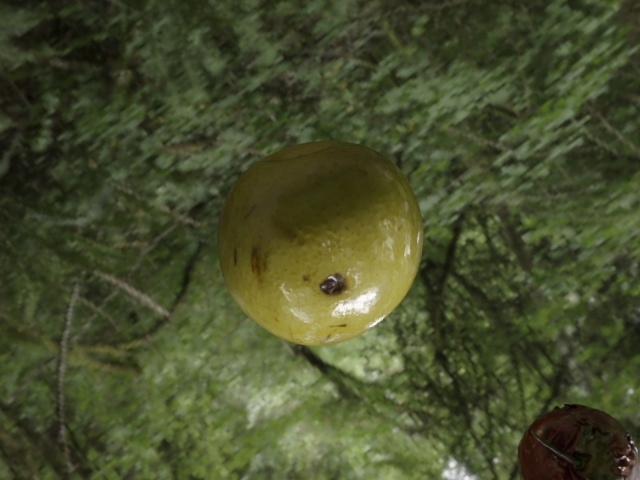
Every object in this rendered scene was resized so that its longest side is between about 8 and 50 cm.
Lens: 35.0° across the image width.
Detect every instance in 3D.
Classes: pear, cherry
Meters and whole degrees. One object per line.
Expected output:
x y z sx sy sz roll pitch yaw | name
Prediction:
0.000 0.000 1.633 0.348 0.348 0.348 -37 178 -2 | pear
0.402 0.369 1.617 0.249 0.192 0.175 100 15 -50 | cherry
